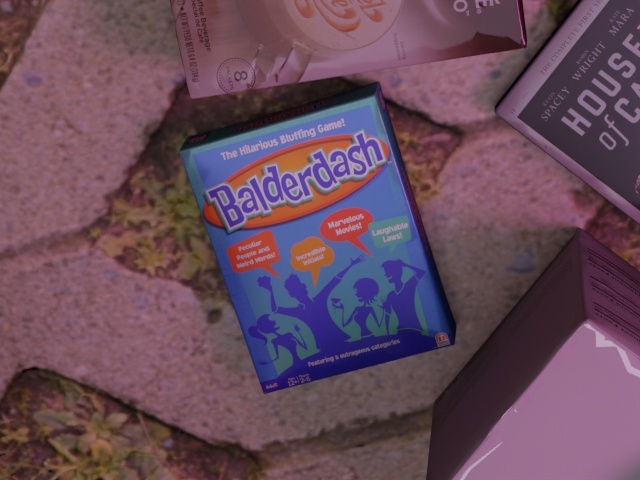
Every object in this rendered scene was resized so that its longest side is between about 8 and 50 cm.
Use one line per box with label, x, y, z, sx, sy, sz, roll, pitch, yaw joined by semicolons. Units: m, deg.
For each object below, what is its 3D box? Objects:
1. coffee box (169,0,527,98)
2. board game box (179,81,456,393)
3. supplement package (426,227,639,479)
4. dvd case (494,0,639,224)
coffee box;0.018;-0.197;1.305;0.247;0.098;0.141;-9;108;8
board game box;0.000;0.000;1.400;0.160;0.047;0.210;-16;105;11
supplement package;0.193;0.134;1.343;0.149;0.203;0.194;35;109;-6
dvd case;0.277;-0.094;1.340;0.239;0.029;0.179;37;108;-2
